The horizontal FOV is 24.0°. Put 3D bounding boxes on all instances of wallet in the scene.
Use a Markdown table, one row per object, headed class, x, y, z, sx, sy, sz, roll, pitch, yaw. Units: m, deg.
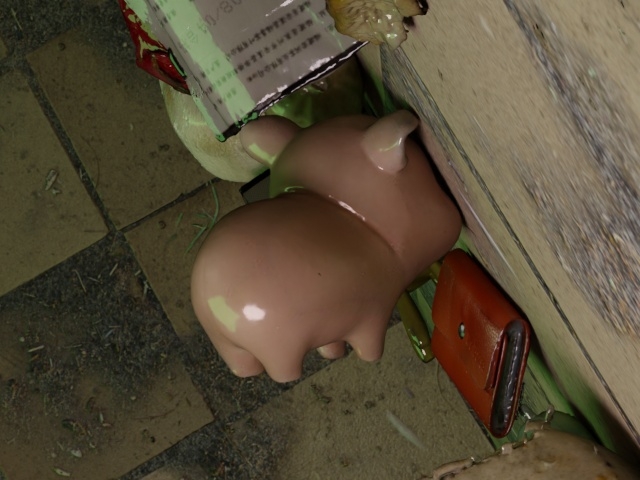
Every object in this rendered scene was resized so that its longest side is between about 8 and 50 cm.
| class | x | y | z | sx | sy | sz | roll | pitch | yaw |
| --- | --- | --- | --- | --- | --- | --- | --- | --- | --- |
| wallet | 0.173 | 0.111 | 1.674 | 0.204 | 0.045 | 0.142 | -123 | 38 | -64 |

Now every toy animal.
| class | x | y | z | sx | sy | sz | roll | pitch | yaw |
| --- | --- | --- | --- | --- | --- | --- | --- | --- | --- |
| toy animal | 0.000 | 0.000 | 1.588 | 0.237 | 0.326 | 0.269 | 5 | 103 | 40 |

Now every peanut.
| class | x | y | z | sx | sy | sz | roll | pitch | yaw |
| --- | --- | --- | --- | --- | --- | --- | --- | --- | --- |
| peanut | -0.008 | -0.162 | 1.780 | 0.129 | 0.129 | 0.224 | 59 | 174 | 28 |

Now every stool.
| class | x | y | z | sx | sy | sz | roll | pitch | yaw |
| --- | --- | --- | --- | --- | --- | --- | --- | --- | --- |
| stool | 0.144 | 0.080 | 1.942 | 0.134 | 0.135 | 0.110 | -15 | -115 | -45 |

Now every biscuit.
| class | x | y | z | sx | sy | sz | roll | pitch | yaw |
| --- | --- | --- | --- | --- | --- | --- | --- | --- | --- |
| biscuit | 0.028 | -0.205 | 1.197 | 0.118 | 0.061 | 0.183 | 62 | 179 | 2 |

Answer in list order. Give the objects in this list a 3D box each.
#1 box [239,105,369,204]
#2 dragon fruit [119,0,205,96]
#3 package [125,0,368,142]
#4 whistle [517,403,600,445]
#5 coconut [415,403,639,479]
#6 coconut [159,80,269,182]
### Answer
| class | x | y | z | sx | sy | sz | roll | pitch | yaw |
| --- | --- | --- | --- | --- | --- | --- | --- | --- | --- |
| box | 0.034 | -0.016 | 2.002 | 0.084 | 0.198 | 0.310 | 51 | 173 | 35 |
| dragon fruit | -0.119 | -0.275 | 1.559 | 0.293 | 0.233 | 0.234 | 61 | 179 | 3 |
| package | -0.073 | -0.220 | 1.383 | 0.204 | 0.251 | 0.062 | 57 | -141 | -2 |
| whistle | 0.293 | 0.276 | 1.594 | 0.258 | 0.067 | 0.126 | 55 | 165 | 10 |
| coconut | 0.192 | 0.366 | 1.391 | 0.346 | 0.346 | 0.360 | -122 | 10 | -51 |
| coconut | -0.092 | -0.211 | 1.965 | 0.245 | 0.245 | 0.247 | 59 | 177 | 43 |
